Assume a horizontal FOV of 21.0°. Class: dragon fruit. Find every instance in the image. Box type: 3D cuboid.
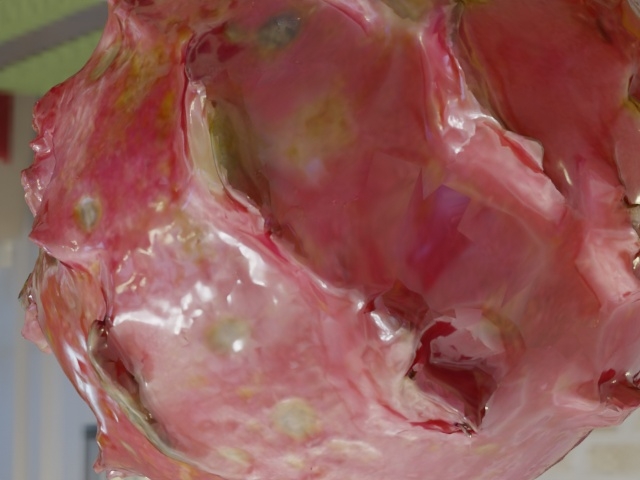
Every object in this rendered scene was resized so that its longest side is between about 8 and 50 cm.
[{"bbox_3d":[0.000,0.000,0.545,0.268,0.210,0.205,-20,150,37],"label":"dragon fruit"}]
